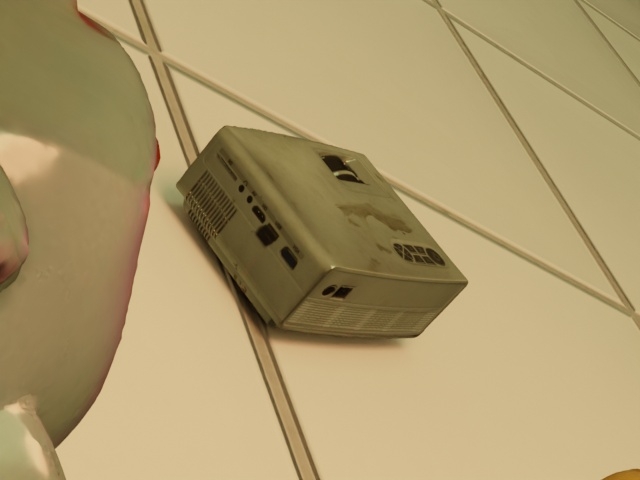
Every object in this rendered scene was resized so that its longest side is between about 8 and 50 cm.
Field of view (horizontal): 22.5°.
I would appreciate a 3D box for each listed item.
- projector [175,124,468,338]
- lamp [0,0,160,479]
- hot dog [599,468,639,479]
[{"bbox_3d":[0.000,0.000,0.914,0.147,0.061,0.115,8,40,-56],"label":"projector"},{"bbox_3d":[-0.167,-0.049,0.442,0.247,0.301,0.247,-22,35,-27],"label":"lamp"},{"bbox_3d":[0.181,0.222,0.684,0.256,0.150,0.153,46,12,10],"label":"hot dog"}]
